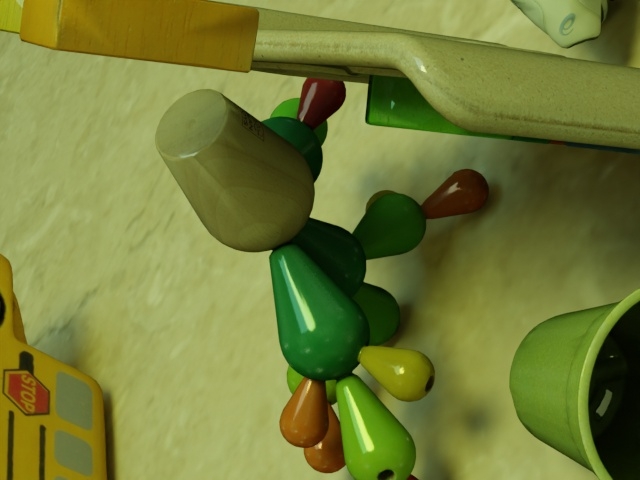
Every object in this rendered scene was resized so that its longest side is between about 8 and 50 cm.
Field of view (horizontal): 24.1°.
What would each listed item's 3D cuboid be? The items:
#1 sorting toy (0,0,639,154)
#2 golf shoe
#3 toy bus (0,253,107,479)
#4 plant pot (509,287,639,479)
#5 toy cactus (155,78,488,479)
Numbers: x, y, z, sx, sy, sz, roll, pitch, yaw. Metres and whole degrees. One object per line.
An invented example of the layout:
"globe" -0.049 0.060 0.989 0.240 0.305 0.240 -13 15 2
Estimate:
"sorting toy" 0.022 -0.056 0.540 0.229 0.307 0.041 22 106 57
"golf shoe" 0.104 -0.138 0.699 0.069 0.086 0.176 -23 16 21
"toy bus" -0.188 0.153 0.807 0.108 0.130 0.332 -44 34 25
"plant pot" 0.107 0.053 0.533 0.083 0.083 0.079 -66 20 -10
"toy cactus" 0.000 0.000 0.638 0.112 0.180 0.219 -18 52 21
